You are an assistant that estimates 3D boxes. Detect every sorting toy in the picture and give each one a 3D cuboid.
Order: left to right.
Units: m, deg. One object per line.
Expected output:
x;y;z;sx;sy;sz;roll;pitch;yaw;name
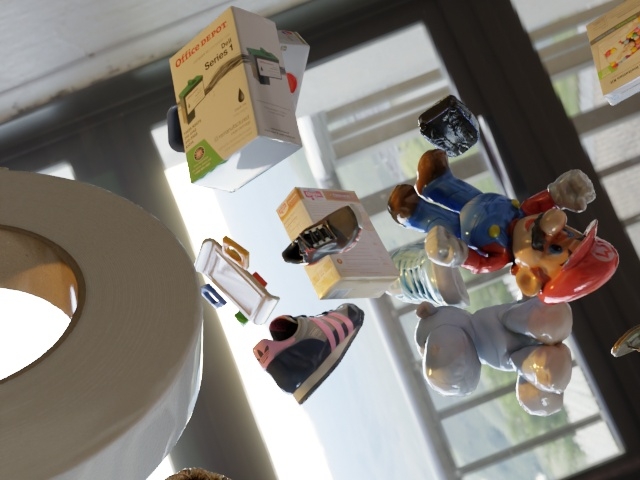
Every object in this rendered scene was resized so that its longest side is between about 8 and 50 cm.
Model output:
-0.169;0.080;1.839;0.196;0.047;0.348;41;153;4;sorting toy

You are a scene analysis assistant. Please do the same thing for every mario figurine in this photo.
0.260;-0.035;1.226;0.320;0.198;0.170;27;-174;24;mario figurine

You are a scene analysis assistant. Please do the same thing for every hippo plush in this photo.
0.277;0.144;1.477;0.294;0.236;0.234;-86;-5;-56;hippo plush

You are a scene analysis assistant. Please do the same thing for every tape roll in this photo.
-0.283;0.073;0.677;0.392;0.391;0.072;-113;22;-50;tape roll

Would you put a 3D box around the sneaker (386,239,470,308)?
0.188;0.078;1.673;0.366;0.150;0.135;-27;-83;-87;sneaker

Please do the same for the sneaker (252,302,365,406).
-0.015;0.157;1.520;0.131;0.112;0.319;40;-159;2;sneaker

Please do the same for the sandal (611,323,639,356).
0.665;0.197;1.753;0.072;0.180;0.049;87;168;-45;sandal

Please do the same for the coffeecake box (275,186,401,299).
0.029;0.004;1.477;0.142;0.068;0.186;1;-128;-43;coffeecake box

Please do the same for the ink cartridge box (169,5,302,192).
-0.128;-0.205;1.296;0.092;0.160;0.220;9;-120;-46;ink cartridge box

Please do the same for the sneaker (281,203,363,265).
0.000;0.000;1.313;0.064;0.158;0.061;-11;-111;-45;sneaker

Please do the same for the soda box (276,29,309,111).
-0.082;-0.258;1.563;0.074;0.069;0.216;-124;41;-51;soda box

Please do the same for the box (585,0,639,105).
0.557;-0.349;1.570;0.038;0.145;0.186;30;-134;-35;box

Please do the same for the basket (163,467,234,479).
-0.205;0.488;1.412;0.213;0.223;0.299;52;-160;-7;basket

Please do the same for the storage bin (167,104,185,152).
-0.190;-0.209;1.535;0.091;0.135;0.098;-82;-6;-67;storage bin

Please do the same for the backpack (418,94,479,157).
0.273;-0.240;1.844;0.114;0.105;0.084;40;-148;-26;backpack
